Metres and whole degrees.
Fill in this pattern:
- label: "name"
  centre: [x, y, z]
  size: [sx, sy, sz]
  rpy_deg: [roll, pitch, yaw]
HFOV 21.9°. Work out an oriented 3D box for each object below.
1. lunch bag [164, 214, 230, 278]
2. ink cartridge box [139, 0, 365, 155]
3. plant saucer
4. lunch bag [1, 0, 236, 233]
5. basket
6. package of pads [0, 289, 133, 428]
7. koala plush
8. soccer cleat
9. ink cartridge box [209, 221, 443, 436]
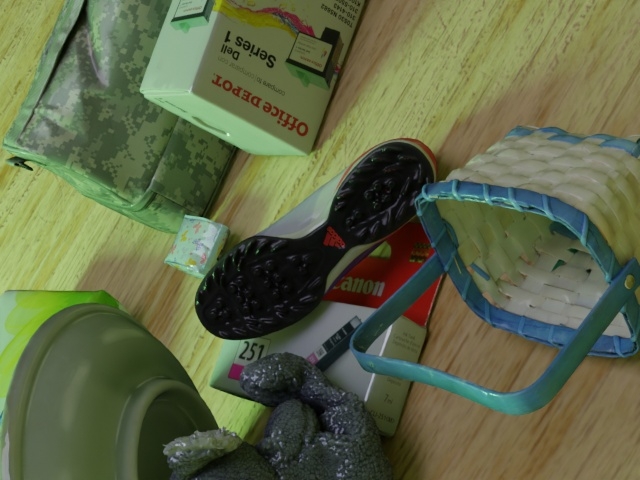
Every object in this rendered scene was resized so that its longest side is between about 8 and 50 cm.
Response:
- label: "lunch bag"
  centre: [-0.148, 0.010, 2.069]
  size: [0.083, 0.053, 0.071]
  rpy_deg: [7, 72, 60]
- label: "ink cartridge box"
  centre: [-0.071, -0.264, 2.013]
  size: [0.117, 0.201, 0.278]
  rpy_deg: [8, 76, 51]
- label: "plant saucer"
  centre: [-0.181, 0.256, 1.721]
  size: [0.100, 0.400, 0.400]
  rpy_deg: [-11, 59, 22]
- label: "lunch bag"
  centre: [-0.246, -0.193, 2.131]
  size: [0.212, 0.256, 0.305]
  rpy_deg: [20, 84, 52]
- label: "basket"
  centre: [0.190, 0.034, 1.519]
  size: [0.289, 0.201, 0.254]
  rpy_deg: [-41, 31, -23]
- label: "package of pads"
  centre: [-0.387, 0.204, 2.150]
  size: [0.229, 0.101, 0.296]
  rpy_deg: [0, 56, 46]
- label: "koala plush"
  centre: [-0.063, 0.241, 1.662]
  size: [0.203, 0.221, 0.196]
  rpy_deg: [23, 116, 46]
- label: "soccer cleat"
  centre: [0.000, 0.000, 1.829]
  size: [0.318, 0.109, 0.116]
  rpy_deg: [-39, 1, 13]
- label: "ink cartridge box"
  centre: [0.011, 0.078, 1.842]
  size: [0.275, 0.060, 0.239]
  rpy_deg: [8, 76, 51]
